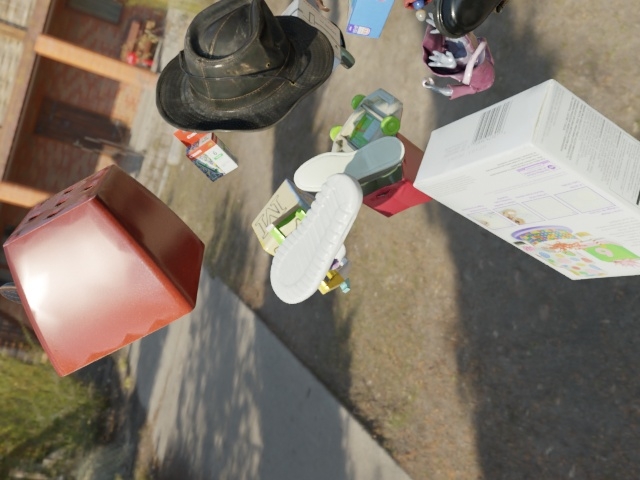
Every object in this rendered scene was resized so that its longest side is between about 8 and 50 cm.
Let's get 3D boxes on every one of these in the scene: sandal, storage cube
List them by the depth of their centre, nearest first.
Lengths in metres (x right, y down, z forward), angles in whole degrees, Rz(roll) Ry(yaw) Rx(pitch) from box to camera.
[{"bbox_3d":[0.007,0.012,1.736,0.416,0.102,0.169,-55,52,36],"label":"sandal"},{"bbox_3d":[0.032,-0.594,2.028,0.086,0.120,0.303,-53,43,12],"label":"sandal"},{"bbox_3d":[0.231,-0.214,2.229,0.183,0.193,0.215,-23,60,31],"label":"storage cube"}]

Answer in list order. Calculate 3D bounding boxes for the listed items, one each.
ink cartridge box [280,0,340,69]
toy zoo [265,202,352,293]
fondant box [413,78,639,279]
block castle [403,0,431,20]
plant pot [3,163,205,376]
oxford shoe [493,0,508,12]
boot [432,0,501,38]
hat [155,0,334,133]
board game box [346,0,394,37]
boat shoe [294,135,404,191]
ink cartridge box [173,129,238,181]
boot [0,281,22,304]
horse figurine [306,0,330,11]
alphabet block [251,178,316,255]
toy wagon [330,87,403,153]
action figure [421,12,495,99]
[{"bbox_3d":[-0.029,-0.509,1.730,0.086,0.148,0.203,-41,28,28],"label":"ink cartridge box"},{"bbox_3d":[-0.014,0.035,1.998,0.030,0.293,0.192,-41,0,31],"label":"toy zoo"},{"bbox_3d":[0.328,-0.060,0.921,0.238,0.330,0.096,-14,51,63],"label":"fondant box"},{"bbox_3d":[0.331,-0.728,1.754,0.453,0.303,0.213,-11,93,43],"label":"block castle"},{"bbox_3d":[-0.386,0.027,1.204,0.267,0.236,0.267,-27,25,7],"label":"plant pot"},{"bbox_3d":[0.503,-0.728,2.071,0.227,0.082,0.096,6,112,55],"label":"oxford shoe"},{"bbox_3d":[0.392,-0.559,1.420,0.348,0.131,0.260,-57,28,16],"label":"boot"},{"bbox_3d":[-0.142,-0.329,1.163,0.134,0.331,0.331,75,-173,-48],"label":"hat"},{"bbox_3d":[0.077,-0.368,0.803,0.210,0.047,0.160,116,159,-68],"label":"board game box"},{"bbox_3d":[0.081,-0.192,1.863,0.091,0.305,0.109,64,-171,-74],"label":"boat shoe"},{"bbox_3d":[-0.210,-0.165,1.258,0.062,0.115,0.029,-29,39,21],"label":"ink cartridge box"},{"bbox_3d":[-0.619,0.093,1.580,0.082,0.219,0.106,84,-170,-51],"label":"boot"},{"bbox_3d":[-0.061,-0.789,2.031,0.066,0.263,0.174,-20,50,22],"label":"horse figurine"},{"bbox_3d":[-0.078,-0.046,2.228,0.197,0.192,0.193,-51,31,12],"label":"alphabet block"},{"bbox_3d":[0.111,-0.300,2.087,0.344,0.068,0.267,-54,30,12],"label":"toy wagon"},{"bbox_3d":[0.451,-0.540,2.046,0.275,0.370,0.248,30,96,40],"label":"action figure"}]
